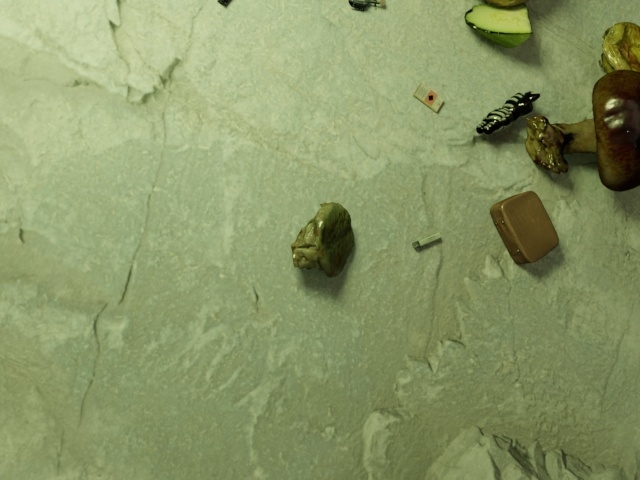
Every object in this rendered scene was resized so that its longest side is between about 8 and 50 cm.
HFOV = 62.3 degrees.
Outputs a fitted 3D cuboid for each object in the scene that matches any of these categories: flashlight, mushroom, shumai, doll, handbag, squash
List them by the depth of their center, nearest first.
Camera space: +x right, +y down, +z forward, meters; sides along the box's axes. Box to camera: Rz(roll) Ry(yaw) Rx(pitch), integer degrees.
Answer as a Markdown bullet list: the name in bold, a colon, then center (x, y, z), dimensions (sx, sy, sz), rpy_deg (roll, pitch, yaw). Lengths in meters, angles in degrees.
- **shumai**: center (0.000, 0.000, 1.340), dimensions (0.120, 0.201, 0.201), rpy_deg (4, 81, 27)
- **flashlight**: center (0.293, 0.000, 1.459), dimensions (0.083, 0.018, 0.018), rpy_deg (-21, 89, -16)
- **handbag**: center (0.587, -0.042, 1.514), dimensions (0.151, 0.072, 0.193), rpy_deg (-30, 90, -15)
- **doll**: center (0.542, -0.368, 1.531), dimensions (0.219, 0.091, 0.067), rpy_deg (-37, 117, -16)
- **mushroom**: center (0.831, -0.294, 1.548), dimensions (0.334, 0.356, 0.331), rpy_deg (-27, 88, -53)
- **squash**: center (0.514, -0.623, 1.558), dimensions (0.184, 0.085, 0.192), rpy_deg (3, 50, 9)

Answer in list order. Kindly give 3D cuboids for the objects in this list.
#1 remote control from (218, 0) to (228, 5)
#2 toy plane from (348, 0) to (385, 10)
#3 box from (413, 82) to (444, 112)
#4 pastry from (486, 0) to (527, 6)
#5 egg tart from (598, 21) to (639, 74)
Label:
- **remote control**: center (-0.237, -0.659, 1.397), dimensions (0.034, 0.016, 0.091), rpy_deg (31, 76, 7)
- **toy plane**: center (0.124, -0.672, 1.485), dimensions (0.121, 0.031, 0.049), rpy_deg (5, 74, -11)
- **box**: center (0.309, -0.408, 1.512), dimensions (0.083, 0.012, 0.046), rpy_deg (34, 76, -9)
- **pastry**: center (0.529, -0.841, 1.509), dimensions (0.284, 0.184, 0.315), rpy_deg (-20, 77, -14)
- **egg tart**: center (0.956, -0.563, 1.640), dimensions (0.241, 0.106, 0.241), rpy_deg (5, 72, -18)
